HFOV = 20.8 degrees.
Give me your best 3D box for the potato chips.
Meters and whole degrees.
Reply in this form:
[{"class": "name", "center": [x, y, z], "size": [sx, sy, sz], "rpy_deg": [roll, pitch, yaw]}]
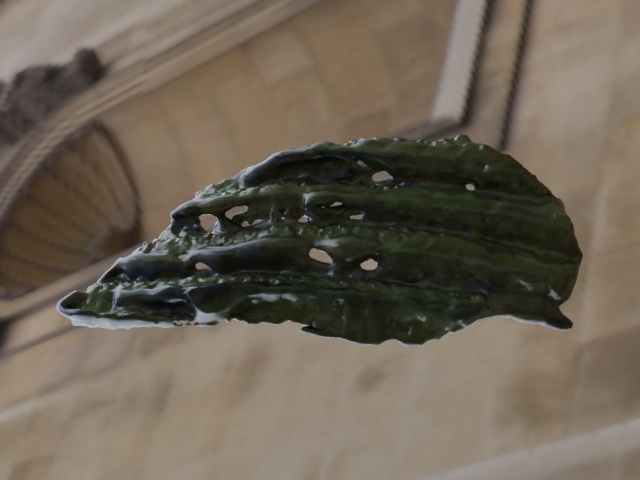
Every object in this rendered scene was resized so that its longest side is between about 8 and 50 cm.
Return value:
[{"class": "potato chips", "center": [0.000, 0.000, 0.697], "size": [0.028, 0.207, 0.092], "rpy_deg": [67, -155, -59]}]
